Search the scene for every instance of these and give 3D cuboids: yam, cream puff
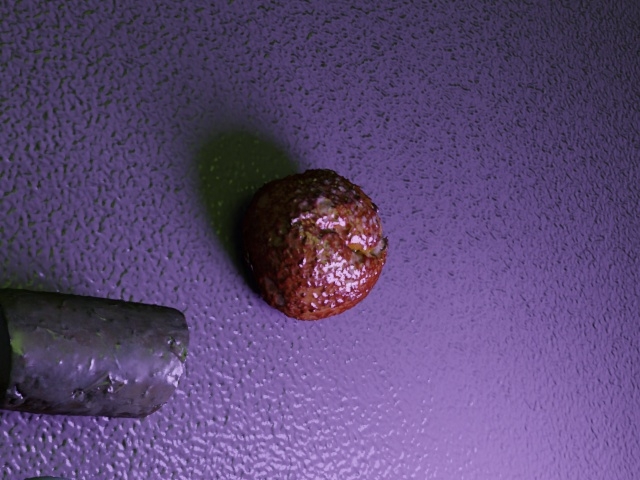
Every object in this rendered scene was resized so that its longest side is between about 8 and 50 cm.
[{"bbox_3d":[-0.307,0.143,1.714,0.268,0.161,0.161,11,67,-39],"label":"yam"},{"bbox_3d":[0.001,0.001,2.041,0.240,0.164,0.240,23,54,-37],"label":"cream puff"}]

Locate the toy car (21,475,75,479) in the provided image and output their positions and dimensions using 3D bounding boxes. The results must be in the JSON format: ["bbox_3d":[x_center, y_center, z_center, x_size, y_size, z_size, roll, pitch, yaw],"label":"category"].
[{"bbox_3d":[-0.323,0.406,1.579,0.188,0.190,0.255,15,57,-11],"label":"toy car"}]
